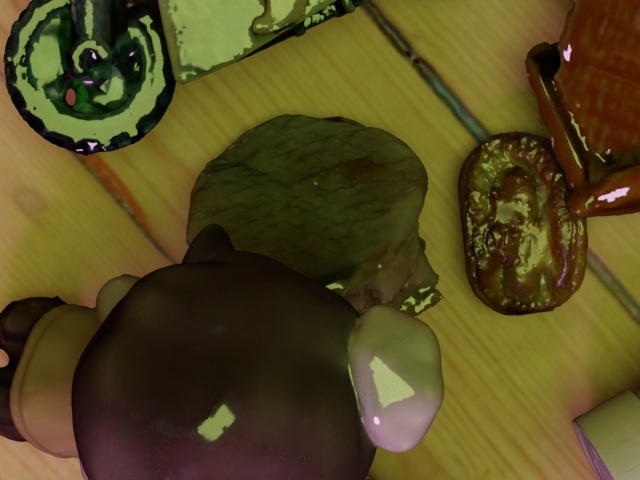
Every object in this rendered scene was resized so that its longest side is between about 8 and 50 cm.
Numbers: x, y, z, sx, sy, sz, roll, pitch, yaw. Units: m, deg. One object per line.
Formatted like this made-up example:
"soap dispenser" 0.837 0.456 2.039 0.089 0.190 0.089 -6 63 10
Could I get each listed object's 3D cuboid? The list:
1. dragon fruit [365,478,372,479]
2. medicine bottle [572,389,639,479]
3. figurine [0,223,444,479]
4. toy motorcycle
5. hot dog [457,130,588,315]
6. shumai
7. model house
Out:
"dragon fruit" -0.003 0.322 1.232 0.295 0.295 0.302 41 64 -7
"medicine bottle" 0.353 0.130 1.311 0.293 0.170 0.170 -29 96 -2
"figurine" -0.100 0.120 1.180 0.206 0.365 0.218 33 73 -21
"toy motorcycle" -0.062 -0.236 1.250 0.410 0.169 0.237 -25 102 -8
"hot dog" 0.159 -0.013 1.334 0.099 0.065 0.147 -3 97 4
"shumai" 0.000 0.000 1.299 0.201 0.201 0.120 -18 136 -4
"model house" 0.290 -0.126 1.299 0.219 0.199 0.229 35 121 30
